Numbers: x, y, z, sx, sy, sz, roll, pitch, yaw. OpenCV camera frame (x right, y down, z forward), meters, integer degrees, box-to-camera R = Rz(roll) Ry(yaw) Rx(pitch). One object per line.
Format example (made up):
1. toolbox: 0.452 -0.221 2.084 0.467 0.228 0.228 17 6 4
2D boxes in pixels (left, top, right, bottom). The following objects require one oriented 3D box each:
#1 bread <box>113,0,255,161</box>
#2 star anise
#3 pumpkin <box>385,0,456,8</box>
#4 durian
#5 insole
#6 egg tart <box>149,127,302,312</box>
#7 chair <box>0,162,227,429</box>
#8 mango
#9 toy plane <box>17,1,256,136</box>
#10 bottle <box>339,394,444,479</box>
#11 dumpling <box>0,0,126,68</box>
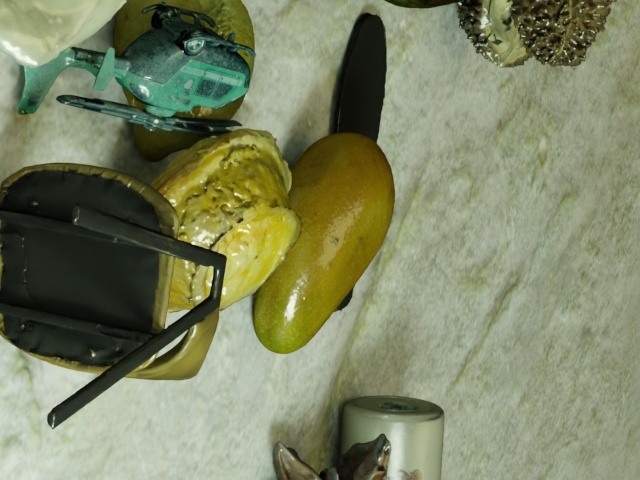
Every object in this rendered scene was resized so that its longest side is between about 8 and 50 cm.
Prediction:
1. bread: -0.102 -0.161 1.453 0.187 0.065 0.149 -60 142 -37
2. star anise: 0.019 0.287 1.760 0.231 0.089 0.209 36 84 -40
3. pumpkin: 0.109 -0.342 1.749 0.238 0.159 0.238 -15 107 -59
4. durian: 0.241 -0.288 2.019 0.167 0.196 0.196 -21 115 -61
5. insole: 0.033 -0.079 1.826 0.110 0.012 0.309 3 93 -67
6. egg tart: -0.083 -0.004 1.447 0.191 0.074 0.191 -35 150 -24
7. chair: -0.171 0.034 1.233 0.247 0.159 0.172 -15 113 -63
8. mango: 0.000 0.000 1.683 0.227 0.099 0.136 -65 158 -18
9. toy plane: -0.129 -0.128 1.351 0.235 0.060 0.096 6 116 -48
10. bottle: 0.071 0.286 1.883 0.110 0.110 0.233 -12 107 -64
11. dumpling: -0.201 -0.196 1.190 0.111 0.181 0.155 -46 115 0
